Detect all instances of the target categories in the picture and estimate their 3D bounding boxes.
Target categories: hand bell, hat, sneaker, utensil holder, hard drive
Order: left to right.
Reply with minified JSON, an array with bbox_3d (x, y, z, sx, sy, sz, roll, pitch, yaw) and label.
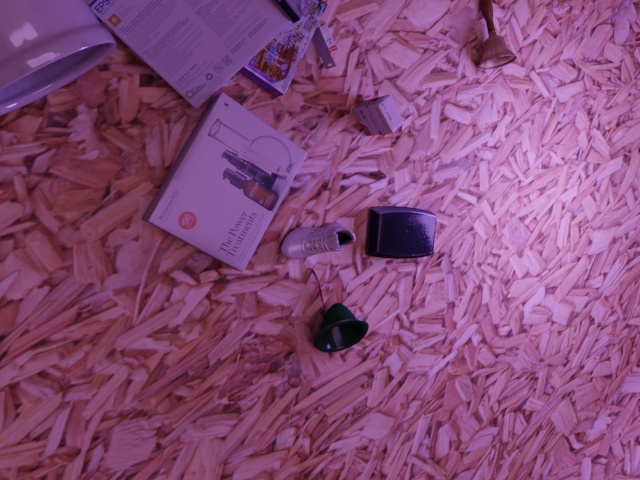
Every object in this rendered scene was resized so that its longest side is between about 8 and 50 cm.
[{"bbox_3d":[-0.645,-0.473,1.005,0.328,0.328,0.385,-38,111,-20],"label":"utensil holder"},{"bbox_3d":[0.000,0.000,1.536,0.232,0.115,0.090,-19,104,-26],"label":"sneaker"},{"bbox_3d":[0.041,0.215,1.639,0.173,0.183,0.208,-3,139,-22],"label":"hat"},{"bbox_3d":[0.269,-0.024,1.718,0.255,0.054,0.171,2,95,-29],"label":"hard drive"},{"bbox_3d":[0.579,-0.719,1.800,0.126,0.126,0.242,-9,87,-28],"label":"hand bell"}]

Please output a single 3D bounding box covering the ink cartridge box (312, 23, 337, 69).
[{"bbox_3d":[0.017,-0.552,1.511,0.029,0.063,0.115,-34,111,-19],"label":"ink cartridge box"}]

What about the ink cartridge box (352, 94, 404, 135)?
[{"bbox_3d":[0.171,-0.370,1.577,0.056,0.135,0.099,-41,114,-20],"label":"ink cartridge box"}]

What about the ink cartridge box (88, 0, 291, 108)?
[{"bbox_3d":[-0.293,-0.529,1.227,0.324,0.071,0.330,-38,128,13],"label":"ink cartridge box"}]

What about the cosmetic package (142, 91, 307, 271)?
[{"bbox_3d":[-0.244,-0.148,1.397,0.284,0.097,0.377,31,81,-26],"label":"cosmetic package"}]

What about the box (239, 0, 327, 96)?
[{"bbox_3d":[-0.128,-0.570,1.431,0.201,0.057,0.293,29,82,-29],"label":"box"}]

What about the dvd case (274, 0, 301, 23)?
[{"bbox_3d":[-0.127,-0.645,1.229,0.239,0.030,0.179,39,37,-43],"label":"dvd case"}]
